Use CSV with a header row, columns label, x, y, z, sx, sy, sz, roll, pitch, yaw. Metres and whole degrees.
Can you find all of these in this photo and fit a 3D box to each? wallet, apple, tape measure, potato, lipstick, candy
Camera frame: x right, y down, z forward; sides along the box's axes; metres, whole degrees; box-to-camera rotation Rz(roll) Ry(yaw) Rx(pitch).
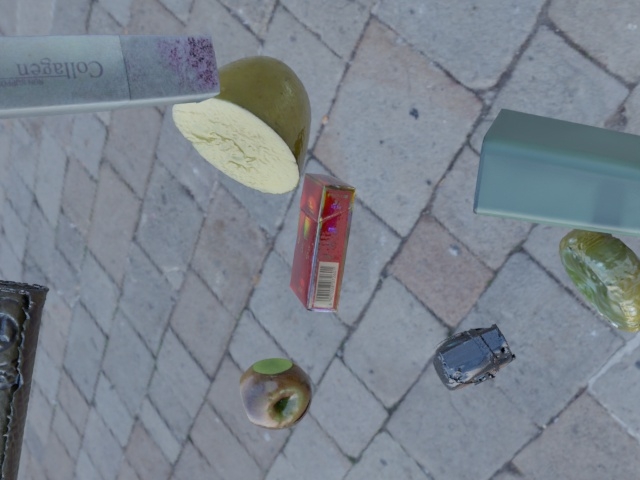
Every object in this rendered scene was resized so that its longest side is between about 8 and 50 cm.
label,x,y,z,sx,sy,sz,roll,pitch,yaw
wallet,-0.308,0.149,0.567,0.039,0.133,0.243,-161,81,-70
apple,-0.102,0.335,1.528,0.147,0.163,0.146,-152,55,-61
tape measure,0.399,0.311,1.833,0.202,0.223,0.135,-27,67,4
potato,-0.087,-0.187,1.018,0.203,0.158,0.178,32,152,-4
lipstick,-0.251,-0.151,0.649,0.068,0.317,0.066,-2,99,55
candy,0.627,0.077,1.519,0.260,0.118,0.260,57,-179,-1

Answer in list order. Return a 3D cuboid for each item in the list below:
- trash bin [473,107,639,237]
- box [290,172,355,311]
label,x,y,z,sx,sy,sz,roll,pitch,yaw
trash bin,0.482,-0.121,1.320,0.343,0.223,0.158,14,120,17
box,0.000,0.001,1.756,0.197,0.089,0.313,-136,53,-71
